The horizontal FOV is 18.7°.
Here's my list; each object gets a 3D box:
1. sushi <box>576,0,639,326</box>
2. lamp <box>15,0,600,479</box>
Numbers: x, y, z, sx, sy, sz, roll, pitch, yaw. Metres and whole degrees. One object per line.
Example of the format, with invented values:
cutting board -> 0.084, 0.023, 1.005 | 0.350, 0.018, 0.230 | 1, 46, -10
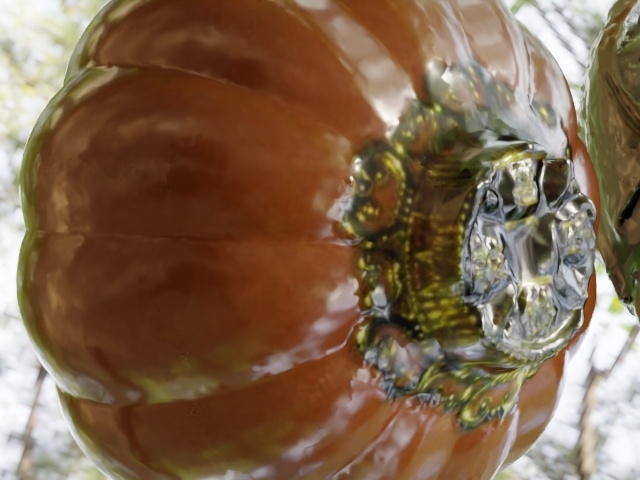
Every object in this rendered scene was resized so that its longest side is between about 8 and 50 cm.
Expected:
sushi -> 0.161, -0.009, 0.786 | 0.273, 0.109, 0.134 | 57, -22, 19
lamp -> 0.000, 0.000, 0.671 | 0.196, 0.223, 0.223 | 4, -106, 45
